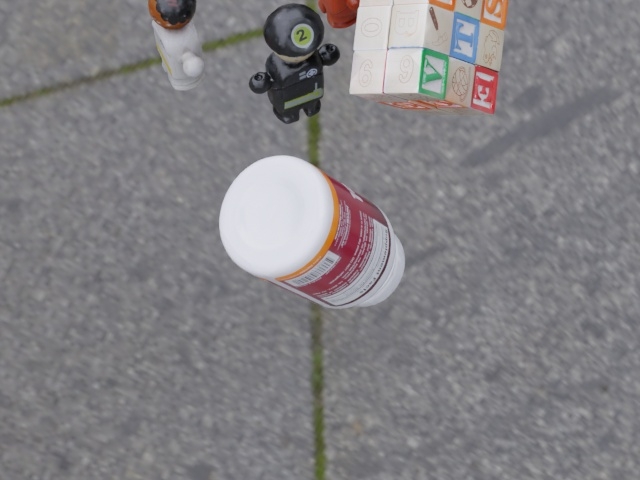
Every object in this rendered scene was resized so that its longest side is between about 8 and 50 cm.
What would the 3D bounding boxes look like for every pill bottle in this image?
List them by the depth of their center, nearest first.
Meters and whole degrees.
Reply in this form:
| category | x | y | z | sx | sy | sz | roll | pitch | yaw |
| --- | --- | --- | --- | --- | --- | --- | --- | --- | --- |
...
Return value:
| category | x | y | z | sx | sy | sz | roll | pitch | yaw |
| --- | --- | --- | --- | --- | --- | --- | --- | --- | --- |
| pill bottle | 0.000 | 0.000 | 1.125 | 0.086 | 0.152 | 0.086 | -8 | 72 | 25 |

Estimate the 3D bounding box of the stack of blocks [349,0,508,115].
| category | x | y | z | sx | sy | sz | roll | pitch | yaw |
| --- | --- | --- | --- | --- | --- | --- | --- | --- | --- |
| stack of blocks | 0.102 | -0.279 | 1.527 | 0.087 | 0.171 | 0.297 | 5 | 87 | 42 |

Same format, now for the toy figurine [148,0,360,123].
| category | x | y | z | sx | sy | sz | roll | pitch | yaw |
| --- | --- | --- | --- | --- | --- | --- | --- | --- | --- |
| toy figurine | -0.065 | -0.248 | 1.628 | 0.209 | 0.148 | 0.213 | 18 | 61 | 12 |
